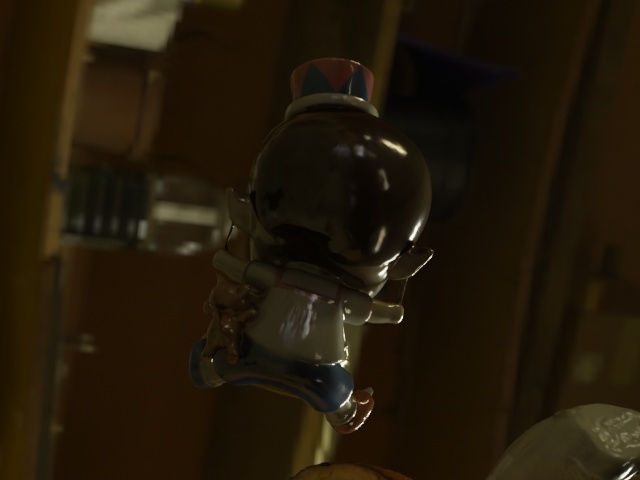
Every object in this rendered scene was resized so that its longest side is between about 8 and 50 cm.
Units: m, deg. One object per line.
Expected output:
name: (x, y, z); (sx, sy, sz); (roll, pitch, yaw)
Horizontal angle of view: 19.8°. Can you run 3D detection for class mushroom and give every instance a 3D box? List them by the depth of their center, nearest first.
mushroom: (0.184, 0.272, 1.805); (0.351, 0.109, 0.097); (-39, -141, 21)

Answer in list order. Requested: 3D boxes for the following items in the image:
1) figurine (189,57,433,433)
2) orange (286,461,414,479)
figurine: (0.001, -0.001, 1.387); (0.158, 0.161, 0.275); (129, -18, -81)
orange: (0.057, 0.355, 1.645); (0.274, 0.310, 0.274); (-43, -173, 7)
